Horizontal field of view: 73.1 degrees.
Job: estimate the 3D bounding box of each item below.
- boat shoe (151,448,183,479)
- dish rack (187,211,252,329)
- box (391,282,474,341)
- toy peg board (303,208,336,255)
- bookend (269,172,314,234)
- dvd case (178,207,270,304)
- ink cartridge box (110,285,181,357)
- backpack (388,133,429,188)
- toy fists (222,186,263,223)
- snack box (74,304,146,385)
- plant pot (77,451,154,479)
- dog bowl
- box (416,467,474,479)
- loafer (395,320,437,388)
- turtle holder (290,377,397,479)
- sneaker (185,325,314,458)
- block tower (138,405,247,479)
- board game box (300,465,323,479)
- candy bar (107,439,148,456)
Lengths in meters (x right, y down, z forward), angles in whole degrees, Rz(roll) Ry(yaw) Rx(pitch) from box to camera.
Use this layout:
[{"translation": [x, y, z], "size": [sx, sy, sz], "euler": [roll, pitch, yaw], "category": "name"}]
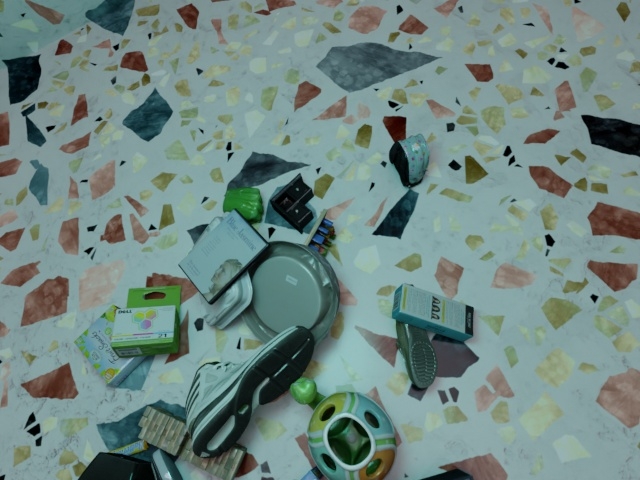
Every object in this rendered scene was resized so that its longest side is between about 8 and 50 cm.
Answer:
[{"translation": [-0.430, 0.757, 1.227], "size": [0.104, 0.113, 0.307], "euler": [-27, 77, -14], "category": "boat shoe"}, {"translation": [-0.346, 0.101, 1.418], "size": [0.285, 0.072, 0.333], "euler": [-42, 59, 40], "category": "dish rack"}, {"translation": [0.343, 0.220, 1.313], "size": [0.244, 0.060, 0.101], "euler": [20, 56, -8], "category": "box"}, {"translation": [0.000, 0.000, 1.467], "size": [0.079, 0.161, 0.161], "euler": [28, 73, 2], "category": "toy peg board"}, {"translation": [-0.073, -0.135, 1.573], "size": [0.156, 0.072, 0.157], "euler": [-43, 69, -11], "category": "bookend"}, {"translation": [-0.295, 0.046, 1.315], "size": [0.253, 0.022, 0.180], "euler": [-45, 66, -2], "category": "dvd case"}, {"translation": [-0.567, 0.243, 1.426], "size": [0.188, 0.097, 0.256], "euler": [-3, 54, -9], "category": "ink cartridge box"}, {"translation": [0.317, -0.292, 1.523], "size": [0.115, 0.182, 0.152], "euler": [-28, 65, -4], "category": "backpack"}, {"translation": [-0.286, -0.063, 1.565], "size": [0.142, 0.096, 0.280], "euler": [4, 69, 21], "category": "toy fists"}, {"translation": [-0.693, 0.352, 1.458], "size": [0.207, 0.070, 0.174], "euler": [39, 75, 21], "category": "snack box"}, {"translation": [-0.583, 0.709, 1.232], "size": [0.187, 0.188, 0.167], "euler": [10, 64, 11], "category": "plant pot"}, {"translation": [-0.095, 0.166, 1.351], "size": [0.348, 0.102, 0.350], "euler": [4, 100, 24], "category": "dog bowl"}, {"translation": [0.228, 0.782, 1.066], "size": [0.394, 0.212, 0.294], "euler": [-17, 65, 0], "category": "box"}, {"translation": [0.286, 0.325, 1.323], "size": [0.094, 0.087, 0.252], "euler": [4, 60, -17], "category": "loafer"}, {"translation": [0.073, 0.514, 1.192], "size": [0.243, 0.227, 0.321], "euler": [-19, 66, 0], "category": "turtle holder"}, {"translation": [-0.237, 0.380, 1.279], "size": [0.447, 0.169, 0.257], "euler": [-44, 38, -9], "category": "sneaker"}, {"translation": [-0.382, 0.607, 1.295], "size": [0.334, 0.097, 0.091], "euler": [17, 71, 17], "category": "block tower"}, {"translation": [-0.080, 0.711, 1.182], "size": [0.201, 0.136, 0.035], "euler": [-43, 68, -10], "category": "board game box"}, {"translation": [-0.612, 0.659, 1.346], "size": [0.161, 0.018, 0.040], "euler": [-20, 66, 0], "category": "candy bar"}]
